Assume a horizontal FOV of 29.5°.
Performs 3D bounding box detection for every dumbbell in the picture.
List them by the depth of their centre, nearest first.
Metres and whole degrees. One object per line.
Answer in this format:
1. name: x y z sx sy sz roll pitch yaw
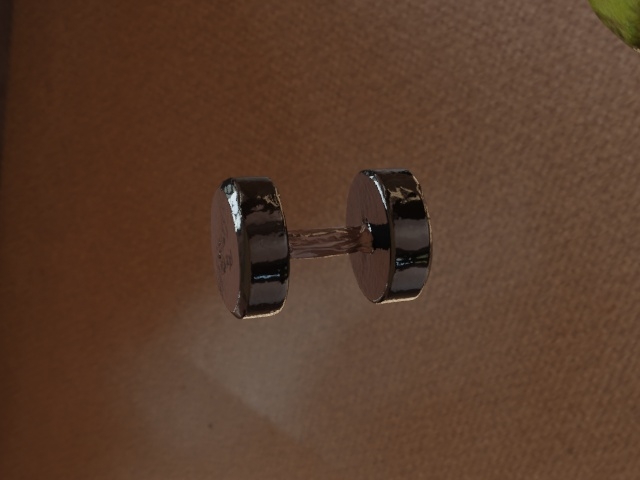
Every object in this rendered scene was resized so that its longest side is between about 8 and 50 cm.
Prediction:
1. dumbbell: 0.000 0.000 1.329 0.152 0.218 0.152 175 90 -73

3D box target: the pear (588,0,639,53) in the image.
1. pear: 0.336 -0.282 1.110 0.212 0.269 0.212 10 143 8
